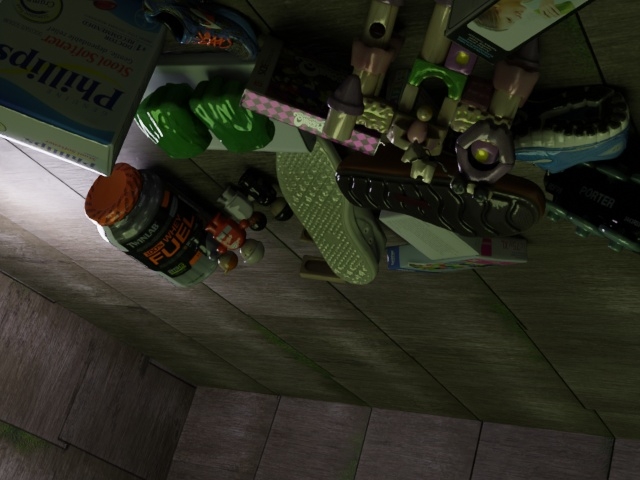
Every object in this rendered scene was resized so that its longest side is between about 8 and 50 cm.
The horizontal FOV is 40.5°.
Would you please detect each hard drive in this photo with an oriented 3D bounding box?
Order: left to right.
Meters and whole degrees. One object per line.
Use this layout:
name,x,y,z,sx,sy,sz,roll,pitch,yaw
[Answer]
hard drive,-0.205,-0.266,1.695,0.353,0.047,0.233,4,144,26

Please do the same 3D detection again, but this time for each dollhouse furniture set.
dollhouse furniture set,0.000,0.000,2.061,0.144,0.151,0.123,7,155,16

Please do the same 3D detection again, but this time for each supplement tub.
supplement tub,-0.412,-0.040,2.181,0.207,0.207,0.338,-3,150,39

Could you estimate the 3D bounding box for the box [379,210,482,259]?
box,0.230,-0.083,1.678,0.119,0.181,0.182,-7,147,45

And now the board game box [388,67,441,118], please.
board game box,0.170,-0.214,1.524,0.026,0.103,0.154,-2,150,38

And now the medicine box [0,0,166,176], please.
medicine box,-0.437,-0.300,1.505,0.263,0.289,0.149,21,157,-9

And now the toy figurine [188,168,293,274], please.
toy figurine,-0.183,-0.036,2.024,0.148,0.213,0.209,39,151,-14

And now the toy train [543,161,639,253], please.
toy train,0.522,-0.045,1.495,0.190,0.142,0.334,27,-174,-26

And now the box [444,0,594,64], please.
box,0.282,-0.355,1.054,0.087,0.169,0.290,24,155,-22

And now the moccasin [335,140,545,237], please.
moccasin,0.203,-0.098,1.436,0.380,0.147,0.139,11,142,47

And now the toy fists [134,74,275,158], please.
toy fists,-0.221,-0.236,1.619,0.279,0.096,0.142,-1,149,30

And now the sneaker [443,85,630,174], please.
sneaker,0.357,-0.166,1.475,0.330,0.130,0.147,3,151,30

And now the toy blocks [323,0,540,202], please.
toy blocks,0.177,-0.257,1.248,0.288,0.309,0.260,22,115,8

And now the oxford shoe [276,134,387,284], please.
oxford shoe,0.030,-0.091,1.887,0.169,0.130,0.449,5,140,34

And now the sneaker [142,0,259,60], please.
sneaker,-0.207,-0.360,1.472,0.221,0.087,0.083,26,156,-19

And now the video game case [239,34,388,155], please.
video game case,-0.004,-0.247,1.450,0.232,0.210,0.042,20,127,-6

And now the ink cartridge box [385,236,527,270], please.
ink cartridge box,0.290,0.034,1.980,0.185,0.065,0.311,6,171,-42
